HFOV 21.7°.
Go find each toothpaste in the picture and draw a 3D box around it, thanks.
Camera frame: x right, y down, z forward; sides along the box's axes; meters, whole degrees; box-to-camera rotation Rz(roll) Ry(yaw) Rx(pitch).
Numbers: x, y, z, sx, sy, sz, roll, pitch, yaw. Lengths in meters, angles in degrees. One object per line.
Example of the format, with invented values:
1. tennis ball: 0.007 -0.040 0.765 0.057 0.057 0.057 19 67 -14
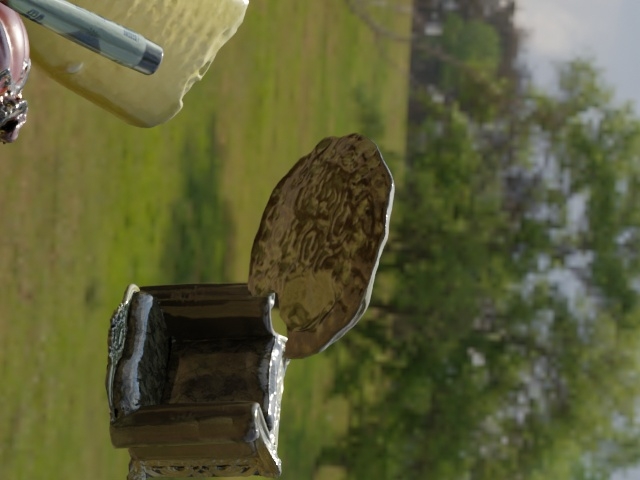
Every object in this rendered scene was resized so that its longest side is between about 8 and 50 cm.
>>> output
1. toothpaste: -0.265 -0.230 1.723 0.062 0.239 0.039 25 -89 51

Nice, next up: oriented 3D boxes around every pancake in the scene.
1. pancake: 0.000 0.000 1.559 0.212 0.029 0.235 -54 -147 25

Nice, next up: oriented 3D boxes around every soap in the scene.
1. soap: -0.293 -0.348 2.379 0.115 0.306 0.427 46 2 35

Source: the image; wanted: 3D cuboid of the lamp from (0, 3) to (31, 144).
1. lamp: -0.403 -0.172 1.751 0.227 0.226 0.227 -178 -90 -89

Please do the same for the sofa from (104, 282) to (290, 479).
1. sofa: -0.145 0.158 2.044 0.258 0.200 0.182 -84 170 -48
